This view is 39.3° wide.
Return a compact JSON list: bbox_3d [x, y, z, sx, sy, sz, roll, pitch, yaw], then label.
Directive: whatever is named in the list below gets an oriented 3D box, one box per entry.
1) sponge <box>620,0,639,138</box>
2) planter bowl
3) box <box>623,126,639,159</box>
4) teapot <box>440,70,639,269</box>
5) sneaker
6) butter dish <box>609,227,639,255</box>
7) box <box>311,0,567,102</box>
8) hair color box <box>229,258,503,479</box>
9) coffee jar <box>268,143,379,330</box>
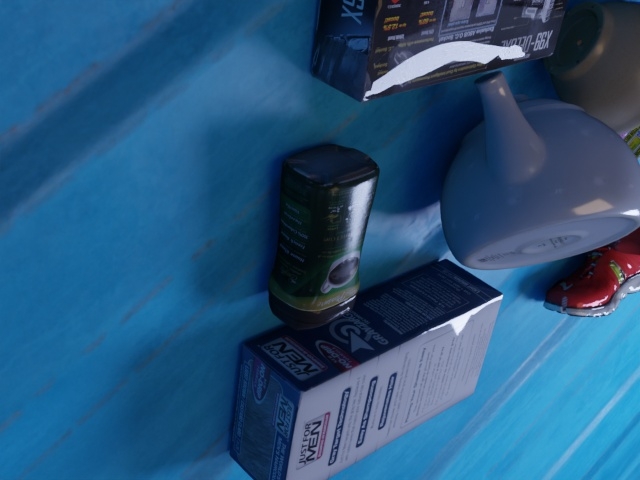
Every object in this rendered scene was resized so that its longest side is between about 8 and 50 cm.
[{"bbox_3d":[0.382,-0.207,1.162,0.031,0.117,0.210,24,100,-24],"label":"sponge"},{"bbox_3d":[0.342,-0.223,1.087,0.109,0.162,0.162,24,100,-27],"label":"planter bowl"},{"bbox_3d":[0.420,-0.116,1.267,0.114,0.036,0.207,-46,171,-14],"label":"box"},{"bbox_3d":[0.251,-0.081,1.058,0.253,0.187,0.256,-4,163,-22],"label":"teapot"},{"bbox_3d":[0.460,0.043,1.487,0.279,0.107,0.118,-24,115,-40],"label":"sneaker"},{"bbox_3d":[0.478,-0.041,1.409,0.160,0.118,0.160,24,63,-66],"label":"butter dish"},{"bbox_3d":[0.140,-0.281,0.860,0.307,0.076,0.242,-21,132,-38],"label":"box"},{"bbox_3d":[0.061,0.159,1.091,0.347,0.105,0.173,-20,131,-40],"label":"hair color box"},{"bbox_3d":[0.000,0.000,0.919,0.096,0.079,0.184,-22,132,-41],"label":"coffee jar"}]
